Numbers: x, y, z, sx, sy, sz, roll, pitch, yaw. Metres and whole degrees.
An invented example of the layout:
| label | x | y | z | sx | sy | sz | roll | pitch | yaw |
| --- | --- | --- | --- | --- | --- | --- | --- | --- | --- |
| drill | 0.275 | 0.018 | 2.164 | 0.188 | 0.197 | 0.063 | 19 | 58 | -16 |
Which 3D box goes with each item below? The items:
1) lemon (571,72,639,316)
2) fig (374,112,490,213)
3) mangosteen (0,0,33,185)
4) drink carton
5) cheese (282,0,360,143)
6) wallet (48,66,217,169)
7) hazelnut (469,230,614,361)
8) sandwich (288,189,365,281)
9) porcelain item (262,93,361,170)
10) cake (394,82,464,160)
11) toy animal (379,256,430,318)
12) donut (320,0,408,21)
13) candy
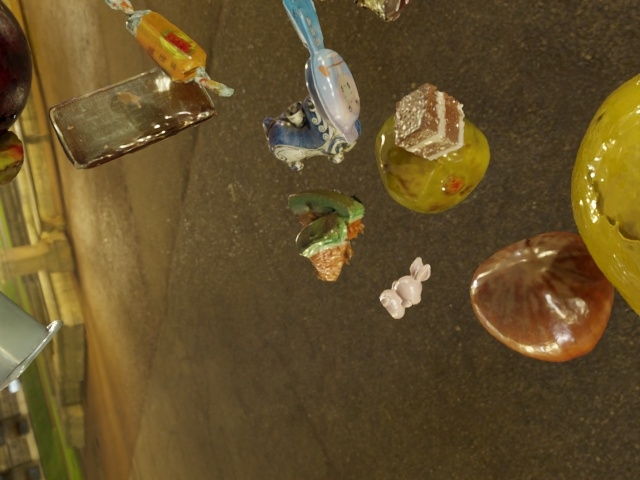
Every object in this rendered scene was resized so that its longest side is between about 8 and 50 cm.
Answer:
| label | x | y | z | sx | sy | sz | roll | pitch | yaw |
| --- | --- | --- | --- | --- | --- | --- | --- | --- | --- |
| lemon | 0.396 | -0.040 | 0.540 | 0.297 | 0.297 | 0.297 | 31 | 128 | 51 |
| fig | 0.315 | -0.256 | 1.667 | 0.343 | 0.343 | 0.343 | 31 | 128 | 51 |
| mangosteen | -0.711 | -0.285 | 0.992 | 0.381 | 0.381 | 0.421 | 19 | 110 | 55 |
| drink carton | -0.666 | 0.188 | 1.137 | 0.190 | 0.191 | 0.185 | 43 | 123 | -15 |
| cheese | 0.009 | -0.274 | 0.912 | 0.052 | 0.135 | 0.244 | -16 | 108 | 25 |
| wallet | -0.285 | -0.194 | 0.867 | 0.121 | 0.232 | 0.031 | 60 | 163 | 13 |
| hazelnut | 0.295 | 0.076 | 0.746 | 0.182 | 0.182 | 0.182 | 31 | 128 | 51 |
| sandwich | 0.000 | 0.000 | 1.662 | 0.250 | 0.162 | 0.301 | 21 | 132 | 36 |
| porcelain item | -0.033 | -0.294 | 1.477 | 0.288 | 0.138 | 0.186 | 0 | 140 | 41 |
| cake | 0.273 | -0.287 | 1.396 | 0.135 | 0.147 | 0.135 | -23 | 56 | 57 |
| toy animal | 0.302 | 0.166 | 1.896 | 0.212 | 0.124 | 0.124 | -42 | 59 | 13 |
| donut | 0.081 | -0.713 | 1.420 | 0.136 | 0.345 | 0.259 | 103 | -171 | -76 |
| candy | -0.179 | -0.227 | 0.675 | 0.182 | 0.053 | 0.046 | 40 | 125 | -6 |
